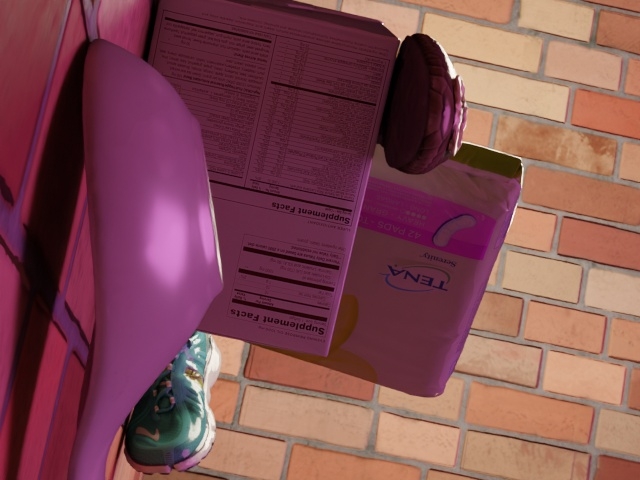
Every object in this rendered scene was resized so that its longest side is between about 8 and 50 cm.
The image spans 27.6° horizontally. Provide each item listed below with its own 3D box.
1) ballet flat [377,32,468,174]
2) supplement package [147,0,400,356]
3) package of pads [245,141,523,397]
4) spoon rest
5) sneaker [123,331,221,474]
[{"bbox_3d":[0.069,-0.082,0.829,0.250,0.058,0.084,-121,-139,-86],"label":"ballet flat"},{"bbox_3d":[-0.045,-0.058,0.872,0.194,0.149,0.203,-91,-166,-78],"label":"supplement package"},{"bbox_3d":[0.000,0.000,1.125,0.101,0.297,0.229,-70,176,-53],"label":"package of pads"},{"bbox_3d":[-0.077,0.051,0.560,0.137,0.084,0.276,-108,-171,-70],"label":"spoon rest"},{"bbox_3d":[-0.179,0.164,1.513,0.275,0.107,0.110,-92,175,-56],"label":"sneaker"}]
